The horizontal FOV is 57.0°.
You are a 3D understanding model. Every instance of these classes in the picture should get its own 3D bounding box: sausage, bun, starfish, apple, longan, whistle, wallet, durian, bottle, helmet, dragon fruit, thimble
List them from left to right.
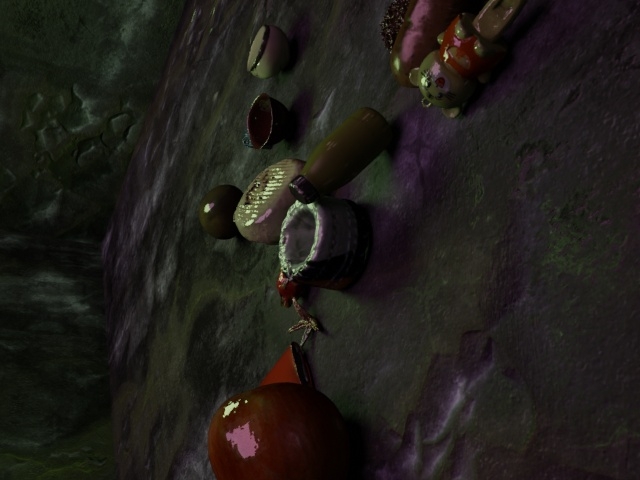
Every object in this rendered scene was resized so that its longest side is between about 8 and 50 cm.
[{"bbox_3d":[-0.325,-0.096,1.981,0.189,0.189,0.189,-27,57,53],"label":"longan"},{"bbox_3d":[-0.159,-0.604,1.912,0.173,0.120,0.172,-44,37,48],"label":"bun"},{"bbox_3d":[-0.146,-0.356,1.818,0.155,0.106,0.175,-32,57,50],"label":"helmet"},{"bbox_3d":[-0.109,-0.099,1.611,0.273,0.168,0.273,-35,34,27],"label":"bun"},{"bbox_3d":[-0.081,0.457,1.258,0.301,0.302,0.301,-27,57,53],"label":"apple"},{"bbox_3d":[-0.093,0.378,1.536,0.204,0.045,0.142,-55,39,35],"label":"wallet"},{"bbox_3d":[-0.079,0.120,1.569,0.086,0.081,0.116,36,111,46],"label":"dragon fruit"},{"bbox_3d":[-0.031,0.214,1.496,0.130,0.041,0.133,11,103,51],"label":"starfish"},{"bbox_3d":[0.000,0.000,1.411,0.237,0.150,0.237,-30,54,53],"label":"thimble"},{"bbox_3d":[0.041,-0.183,1.326,0.260,0.112,0.112,-43,28,-13],"label":"bottle"},{"bbox_3d":[0.185,-0.484,1.326,0.148,0.091,0.188,11,92,60],"label":"durian"},{"bbox_3d":[0.270,-0.549,1.183,0.136,0.123,0.500,-80,10,-76],"label":"sausage"},{"bbox_3d":[0.276,-0.351,1.100,0.131,0.106,0.288,46,135,7],"label":"whistle"}]

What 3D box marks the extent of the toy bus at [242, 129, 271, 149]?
[{"bbox_3d":[-0.213,-0.342,1.983,0.166,0.047,0.065,22,103,59],"label":"toy bus"}]
